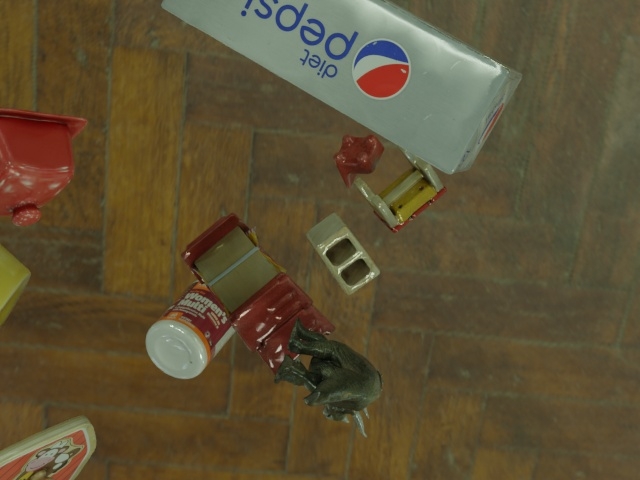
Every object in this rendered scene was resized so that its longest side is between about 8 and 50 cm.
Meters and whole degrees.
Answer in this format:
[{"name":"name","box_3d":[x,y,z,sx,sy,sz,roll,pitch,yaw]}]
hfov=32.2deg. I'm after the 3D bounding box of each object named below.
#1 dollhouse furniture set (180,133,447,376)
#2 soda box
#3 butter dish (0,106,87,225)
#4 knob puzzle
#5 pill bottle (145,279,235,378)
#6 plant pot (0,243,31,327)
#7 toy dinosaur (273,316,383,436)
[{"name":"dollhouse furniture set","box_3d":[0.000,0.000,1.667,0.374,0.201,0.152,-39,133,-2]},{"name":"soda box","box_3d":[0.017,-0.165,0.920,0.286,0.091,0.098,31,104,11]},{"name":"butter dish","box_3d":[-0.359,-0.072,1.299,0.160,0.160,0.118,-34,71,30]},{"name":"knob puzzle","box_3d":[-0.259,0.216,0.927,0.213,0.213,0.030,-43,71,17]},{"name":"pill bottle","box_3d":[-0.214,0.144,2.019,0.121,0.221,0.121,13,124,19]},{"name":"plant pot","box_3d":[-0.390,0.030,0.938,0.239,0.254,0.254,33,111,-8]},{"name":"toy dinosaur","box_3d":[0.024,0.182,1.510,0.160,0.313,0.121,20,78,-1]}]
